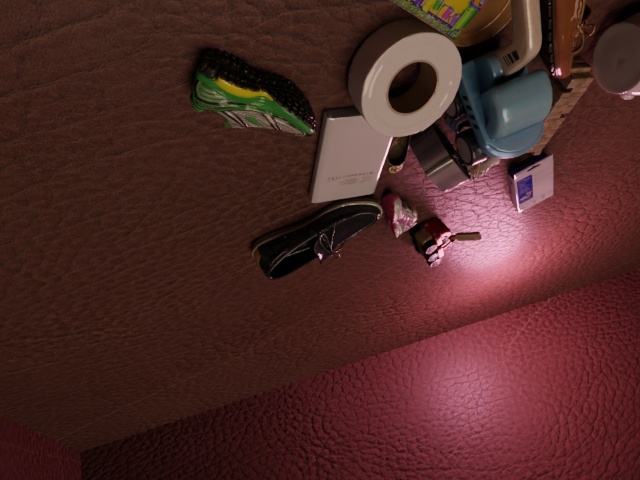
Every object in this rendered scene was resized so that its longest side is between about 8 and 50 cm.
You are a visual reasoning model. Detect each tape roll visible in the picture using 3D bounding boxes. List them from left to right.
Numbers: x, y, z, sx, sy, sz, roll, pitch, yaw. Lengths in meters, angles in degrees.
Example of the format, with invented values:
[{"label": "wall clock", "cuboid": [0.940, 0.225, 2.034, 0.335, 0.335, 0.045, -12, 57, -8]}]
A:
[{"label": "tape roll", "cuboid": [0.219, -0.416, 1.249, 0.286, 0.100, 0.286, -14, 136, -14]}]

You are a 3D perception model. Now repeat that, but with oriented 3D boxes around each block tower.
[{"label": "block tower", "cuboid": [0.756, -0.433, 1.589, 0.097, 0.091, 0.335, -9, 145, -18]}]

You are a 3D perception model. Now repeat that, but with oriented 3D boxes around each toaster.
[{"label": "toaster", "cuboid": [0.384, -0.267, 1.542, 0.110, 0.168, 0.186, -34, 146, 22]}]

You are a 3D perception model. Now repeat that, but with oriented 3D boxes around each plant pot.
[{"label": "plant pot", "cuboid": [0.399, -0.599, 1.192, 0.236, 0.032, 0.236, -15, 146, -10]}]

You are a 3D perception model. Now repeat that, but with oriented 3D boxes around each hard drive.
[{"label": "hard drive", "cuboid": [0.097, -0.263, 1.493, 0.233, 0.047, 0.353, -10, 146, -17]}]

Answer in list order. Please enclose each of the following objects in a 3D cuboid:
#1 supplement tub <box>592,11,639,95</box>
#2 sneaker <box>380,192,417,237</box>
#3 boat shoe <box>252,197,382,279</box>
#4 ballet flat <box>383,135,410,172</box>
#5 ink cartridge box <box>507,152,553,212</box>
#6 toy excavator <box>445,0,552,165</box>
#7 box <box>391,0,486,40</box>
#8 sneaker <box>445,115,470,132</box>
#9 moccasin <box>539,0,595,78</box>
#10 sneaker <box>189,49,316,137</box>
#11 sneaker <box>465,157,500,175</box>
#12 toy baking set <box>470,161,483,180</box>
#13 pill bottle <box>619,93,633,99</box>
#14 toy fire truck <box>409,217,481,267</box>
[{"label": "supplement tub", "cuboid": [1.013, -0.562, 1.415, 0.325, 0.235, 0.235, -14, 147, -12]}, {"label": "sneaker", "cuboid": [0.302, -0.111, 1.799, 0.111, 0.103, 0.252, -28, 154, 2]}, {"label": "boat shoe", "cuboid": [0.000, 0.000, 1.724, 0.500, 0.156, 0.187, -23, 146, -1]}, {"label": "ballet flat", "cuboid": [0.251, -0.296, 1.523, 0.084, 0.058, 0.250, -12, 146, -14]}, {"label": "ink cartridge box", "cuboid": [0.857, -0.245, 1.949, 0.165, 0.065, 0.332, -28, 148, 10]}, {"label": "toy excavator", "cuboid": [0.482, -0.429, 1.219, 0.222, 0.432, 0.445, -23, -173, -4]}, {"label": "box", "cuboid": [0.237, -0.610, 0.947, 0.290, 0.177, 0.279, 10, 136, -38]}, {"label": "sneaker", "cuboid": [0.479, -0.391, 1.504, 0.162, 0.073, 0.063, -33, 146, 16]}, {"label": "moccasin", "cuboid": [0.658, -0.593, 1.273, 0.147, 0.139, 0.380, -19, 139, 13]}, {"label": "sneaker", "cuboid": [-0.157, -0.336, 1.187, 0.344, 0.134, 0.146, 17, 139, -33]}, {"label": "sneaker", "cuboid": [0.598, -0.270, 1.764, 0.152, 0.061, 0.053, -17, 145, -9]}, {"label": "toy baking set", "cuboid": [0.529, -0.302, 1.588, 0.256, 0.030, 0.196, 8, 99, -69]}, {"label": "pill bottle", "cuboid": [1.071, -0.542, 1.636, 0.065, 0.065, 0.116, -19, 148, -4]}, {"label": "toy fire truck", "cuboid": [0.537, -0.012, 2.042, 0.246, 0.158, 0.217, -36, 146, 0]}]
